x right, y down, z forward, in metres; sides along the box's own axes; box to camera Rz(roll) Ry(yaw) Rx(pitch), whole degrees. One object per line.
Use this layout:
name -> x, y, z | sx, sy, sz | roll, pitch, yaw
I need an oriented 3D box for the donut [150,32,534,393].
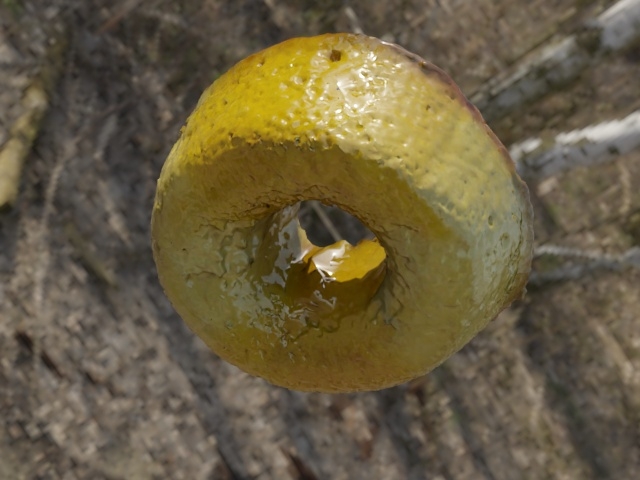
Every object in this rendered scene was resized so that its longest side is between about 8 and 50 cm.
donut -> 0.000, 0.000, 0.631 | 0.162, 0.178, 0.065 | 45, 40, -8
